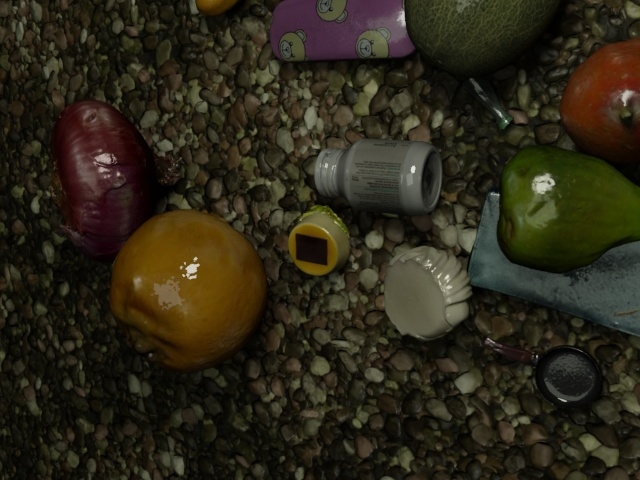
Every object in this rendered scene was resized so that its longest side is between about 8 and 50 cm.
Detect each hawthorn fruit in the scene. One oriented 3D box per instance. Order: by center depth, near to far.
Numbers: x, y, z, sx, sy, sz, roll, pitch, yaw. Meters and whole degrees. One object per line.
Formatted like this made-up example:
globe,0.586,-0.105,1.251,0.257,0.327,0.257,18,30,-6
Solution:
hawthorn fruit,0.459,-0.200,1.124,0.200,0.251,0.199,6,110,17

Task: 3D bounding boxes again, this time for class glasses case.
glasses case,0.044,-0.399,1.416,0.317,0.076,0.123,4,98,28

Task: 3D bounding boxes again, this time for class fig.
fig,0.415,-0.048,1.169,0.275,0.206,0.206,1,97,8

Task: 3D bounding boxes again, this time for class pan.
pan,0.388,0.219,1.330,0.212,0.040,0.114,23,107,16

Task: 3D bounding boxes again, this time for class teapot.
teapot,0.296,-0.243,1.323,0.043,0.043,0.110,-37,82,27

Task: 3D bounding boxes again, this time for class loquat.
loquat,-0.263,0.098,1.511,0.329,0.328,0.328,4,98,28

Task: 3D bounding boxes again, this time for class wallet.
wallet,0.440,0.039,1.278,0.379,0.046,0.190,17,104,25

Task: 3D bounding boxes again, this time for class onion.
onion,-0.439,-0.131,1.626,0.348,0.286,0.347,171,90,-70

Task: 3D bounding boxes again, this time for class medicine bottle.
medicine bottle,0.103,-0.119,1.386,0.215,0.135,0.135,6,99,28

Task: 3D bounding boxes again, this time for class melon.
melon,0.269,-0.412,1.207,0.237,0.237,0.301,41,113,18

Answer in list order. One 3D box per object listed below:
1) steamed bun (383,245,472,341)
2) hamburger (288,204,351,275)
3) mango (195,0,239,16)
steamed bun,0.200,0.091,1.371,0.183,0.106,0.182,14,110,43
hamburger,0.000,0.000,1.489,0.127,0.081,0.141,-7,105,31
mango,-0.193,-0.580,1.505,0.157,0.109,0.262,10,106,17
